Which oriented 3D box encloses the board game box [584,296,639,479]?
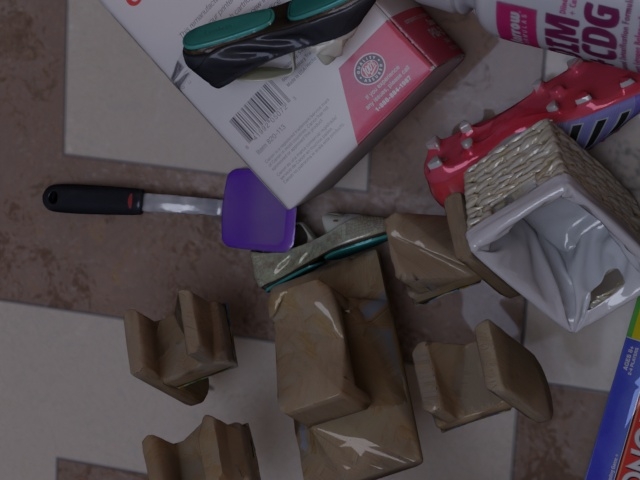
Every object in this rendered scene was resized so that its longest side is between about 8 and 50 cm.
[{"bbox_3d":[0.369,0.188,1.803,0.213,0.046,0.317,18,107,15],"label":"board game box"}]

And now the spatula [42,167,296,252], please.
[{"bbox_3d":[-0.155,-0.038,1.955,0.296,0.030,0.084,4,88,22],"label":"spatula"}]

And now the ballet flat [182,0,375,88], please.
[{"bbox_3d":[-0.024,-0.185,1.736,0.203,0.074,0.074,-18,95,16],"label":"ballet flat"}]

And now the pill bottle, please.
[{"bbox_3d":[0.231,-0.242,1.701,0.283,0.160,0.160,16,106,17],"label":"pill bottle"}]

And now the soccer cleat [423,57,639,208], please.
[{"bbox_3d":[0.213,-0.094,1.794,0.248,0.083,0.095,-25,123,18],"label":"soccer cleat"}]

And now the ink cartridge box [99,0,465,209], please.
[{"bbox_3d":[-0.037,-0.205,1.832,0.283,0.117,0.207,48,113,5],"label":"ink cartridge box"}]

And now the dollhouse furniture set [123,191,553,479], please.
[{"bbox_3d":[0.052,0.215,1.835,0.362,0.256,0.394,-21,63,19],"label":"dollhouse furniture set"}]

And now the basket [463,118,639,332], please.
[{"bbox_3d":[0.216,-0.014,1.748,0.113,0.103,0.167,-34,129,23],"label":"basket"}]

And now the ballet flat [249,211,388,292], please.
[{"bbox_3d":[0.000,0.000,1.897,0.168,0.057,0.052,-24,83,23],"label":"ballet flat"}]
